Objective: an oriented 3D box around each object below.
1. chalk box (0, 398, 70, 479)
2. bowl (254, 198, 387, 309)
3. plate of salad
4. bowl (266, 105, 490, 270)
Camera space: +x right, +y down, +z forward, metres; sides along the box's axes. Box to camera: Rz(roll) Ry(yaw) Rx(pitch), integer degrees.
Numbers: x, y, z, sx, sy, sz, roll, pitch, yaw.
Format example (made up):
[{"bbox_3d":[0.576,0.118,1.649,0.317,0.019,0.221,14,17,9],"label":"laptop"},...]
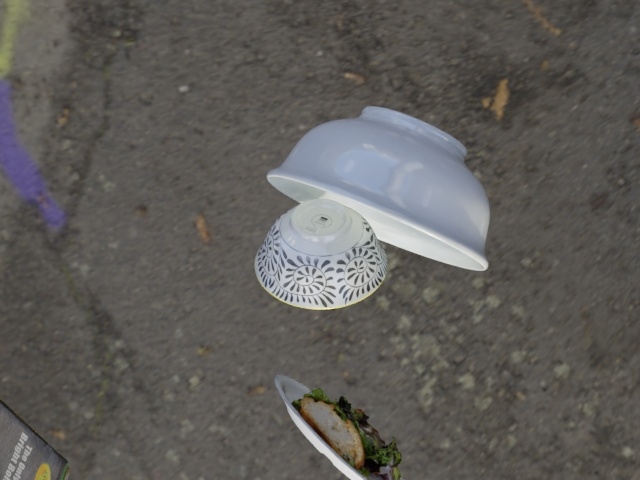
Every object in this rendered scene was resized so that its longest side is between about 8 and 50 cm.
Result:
[{"bbox_3d":[-0.293,0.198,0.952,0.132,0.132,0.213,-2,142,25],"label":"chalk box"},{"bbox_3d":[0.000,0.000,1.557,0.170,0.170,0.080,18,134,21],"label":"bowl"},{"bbox_3d":[0.032,0.202,1.302,0.200,0.200,0.048,42,94,10],"label":"plate of salad"},{"bbox_3d":[0.093,-0.078,1.548,0.298,0.298,0.134,21,84,21],"label":"bowl"}]
